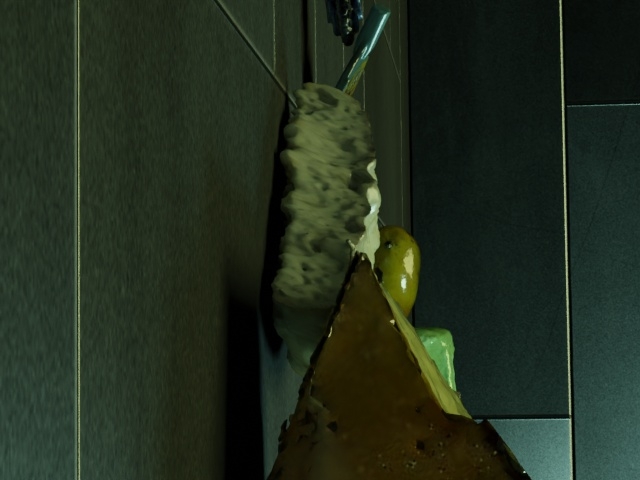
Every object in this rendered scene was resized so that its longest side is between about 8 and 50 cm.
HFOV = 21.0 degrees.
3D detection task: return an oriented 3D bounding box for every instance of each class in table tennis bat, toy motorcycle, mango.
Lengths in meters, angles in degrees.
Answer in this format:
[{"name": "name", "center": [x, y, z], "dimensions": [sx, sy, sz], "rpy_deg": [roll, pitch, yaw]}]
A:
[{"name": "table tennis bat", "center": [0.028, -0.155, 1.641], "dimensions": [0.155, 0.019, 0.100], "rpy_deg": [-64, 175, 25]}, {"name": "toy motorcycle", "center": [0.014, -0.279, 1.593], "dimensions": [0.205, 0.076, 0.114], "rpy_deg": [80, 2, -51]}, {"name": "mango", "center": [0.096, 0.055, 2.339], "dimensions": [0.103, 0.076, 0.161], "rpy_deg": [-94, -172, -56]}]

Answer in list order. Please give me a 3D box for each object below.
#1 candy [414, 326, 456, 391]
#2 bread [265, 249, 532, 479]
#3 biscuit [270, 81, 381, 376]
[{"name": "candy", "center": [0.128, 0.289, 2.318], "dimensions": [0.142, 0.132, 0.343], "rpy_deg": [8, 81, -68]}, {"name": "bread", "center": [0.116, 0.171, 1.163], "dimensions": [0.248, 0.315, 0.279], "rpy_deg": [72, 31, -81]}, {"name": "biscuit", "center": [0.011, 0.010, 1.417], "dimensions": [0.281, 0.084, 0.179], "rpy_deg": [-86, 172, -46]}]
